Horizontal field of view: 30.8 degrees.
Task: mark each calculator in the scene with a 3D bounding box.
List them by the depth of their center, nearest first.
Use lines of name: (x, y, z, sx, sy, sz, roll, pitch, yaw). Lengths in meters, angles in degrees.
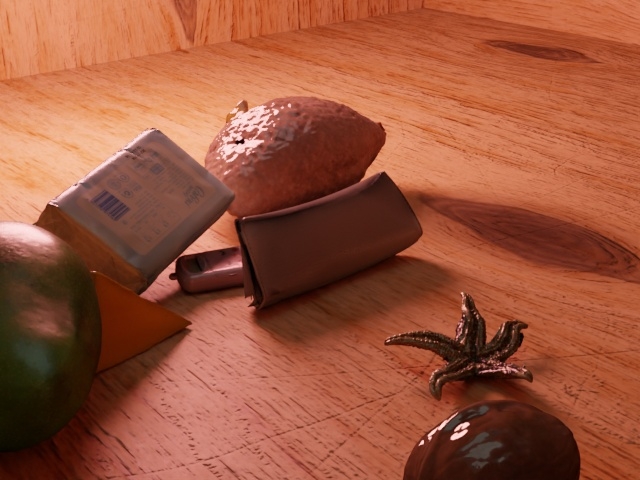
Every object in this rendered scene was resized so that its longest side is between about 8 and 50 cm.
calculator: (-0.134, 0.039, 1.688, 0.175, 0.032, 0.100, -9, 21, -13)

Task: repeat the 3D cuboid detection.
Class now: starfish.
starfish: (0.163, 0.127, 1.369, 0.176, 0.053, 0.208, 11, 24, 9)

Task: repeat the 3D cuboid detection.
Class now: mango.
mango: (-0.346, 0.103, 1.296, 0.225, 0.201, 0.382, -37, 30, -10)

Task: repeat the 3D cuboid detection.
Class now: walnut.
walnut: (0.155, 0.212, 1.045, 0.162, 0.140, 0.140, 0, 18, -24)

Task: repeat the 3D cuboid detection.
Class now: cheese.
cheese: (-0.256, 0.097, 1.498, 0.093, 0.126, 0.171, 6, 3, 40)

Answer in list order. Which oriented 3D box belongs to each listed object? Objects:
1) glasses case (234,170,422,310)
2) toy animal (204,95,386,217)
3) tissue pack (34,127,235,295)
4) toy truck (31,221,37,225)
glasses case: (-0.001, -0.002, 1.647, 0.308, 0.128, 0.083, -19, 2, -37)
toy animal: (-0.049, -0.151, 1.962, 0.359, 0.188, 0.226, -17, 30, -33)
tissue pack: (-0.262, -0.040, 1.679, 0.177, 0.089, 0.263, 39, 38, 1)
toy truck: (-0.387, 0.007, 1.726, 0.125, 0.101, 0.242, -4, 20, 33)
